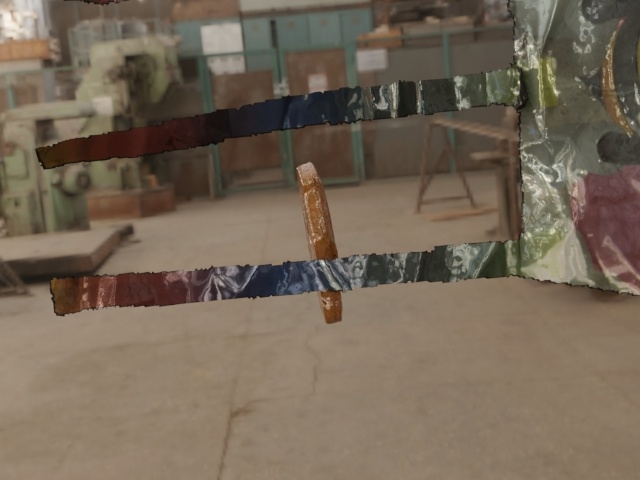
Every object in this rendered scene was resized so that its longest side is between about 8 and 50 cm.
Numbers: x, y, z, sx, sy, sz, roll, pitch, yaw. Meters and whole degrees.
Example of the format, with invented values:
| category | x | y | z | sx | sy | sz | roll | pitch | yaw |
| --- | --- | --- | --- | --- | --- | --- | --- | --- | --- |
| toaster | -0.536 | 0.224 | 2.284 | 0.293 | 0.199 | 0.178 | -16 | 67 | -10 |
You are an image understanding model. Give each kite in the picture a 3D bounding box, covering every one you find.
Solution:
| category | x | y | z | sx | sy | sz | roll | pitch | yaw |
| --- | --- | --- | --- | --- | --- | --- | --- | --- | --- |
| kite | 0.083 | -0.057 | 0.329 | 0.360 | 0.204 | 0.022 | -4 | 1 | -2 |

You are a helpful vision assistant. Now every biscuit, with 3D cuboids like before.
| category | x | y | z | sx | sy | sz | roll | pitch | yaw |
| --- | --- | --- | --- | --- | --- | --- | --- | --- | --- |
| biscuit | 0.000 | 0.000 | 0.745 | 0.019 | 0.130 | 0.102 | -11 | 34 | -3 |
